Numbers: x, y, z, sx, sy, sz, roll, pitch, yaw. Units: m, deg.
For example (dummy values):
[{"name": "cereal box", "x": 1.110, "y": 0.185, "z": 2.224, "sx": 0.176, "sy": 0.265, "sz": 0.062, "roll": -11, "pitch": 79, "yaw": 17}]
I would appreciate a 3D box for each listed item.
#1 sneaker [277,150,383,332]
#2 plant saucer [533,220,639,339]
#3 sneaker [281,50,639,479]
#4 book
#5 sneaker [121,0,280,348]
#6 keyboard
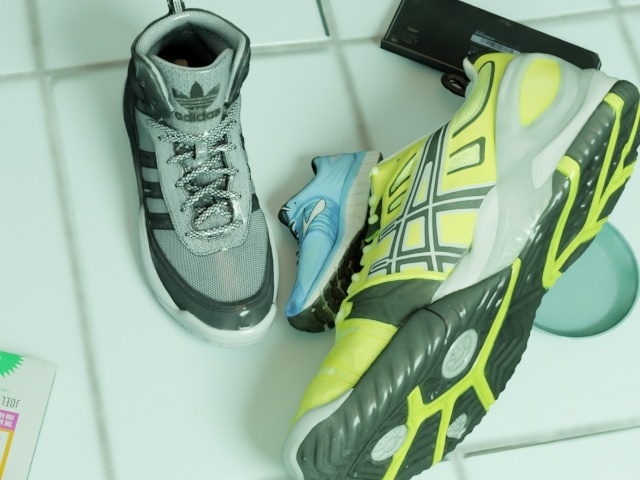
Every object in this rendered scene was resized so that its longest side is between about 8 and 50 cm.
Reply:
[{"name": "sneaker", "x": 0.000, "y": 0.000, "z": 1.143, "sx": 0.073, "sy": 0.063, "sz": 0.162, "roll": 8, "pitch": 56, "yaw": 18}, {"name": "plant saucer", "x": 0.190, "y": 0.027, "z": 1.164, "sx": 0.119, "sy": 0.021, "sz": 0.119, "roll": 4, "pitch": 61, "yaw": -6}, {"name": "sneaker", "x": 0.086, "y": 0.021, "z": 1.095, "sx": 0.147, "sy": 0.145, "sz": 0.384, "roll": 27, "pitch": 67, "yaw": 29}, {"name": "book", "x": -0.248, "y": 0.144, "z": 1.039, "sx": 0.096, "sy": 0.035, "sz": 0.144, "roll": 12, "pitch": 59, "yaw": -5}, {"name": "sneaker", "x": -0.091, "y": -0.061, "z": 1.099, "sx": 0.101, "sy": 0.153, "sz": 0.268, "roll": -11, "pitch": 64, "yaw": -13}, {"name": "keyboard", "x": 0.140, "y": -0.147, "z": 1.253, "sx": 0.180, "sy": 0.023, "sz": 0.108, "roll": 21, "pitch": 55, "yaw": 5}]
